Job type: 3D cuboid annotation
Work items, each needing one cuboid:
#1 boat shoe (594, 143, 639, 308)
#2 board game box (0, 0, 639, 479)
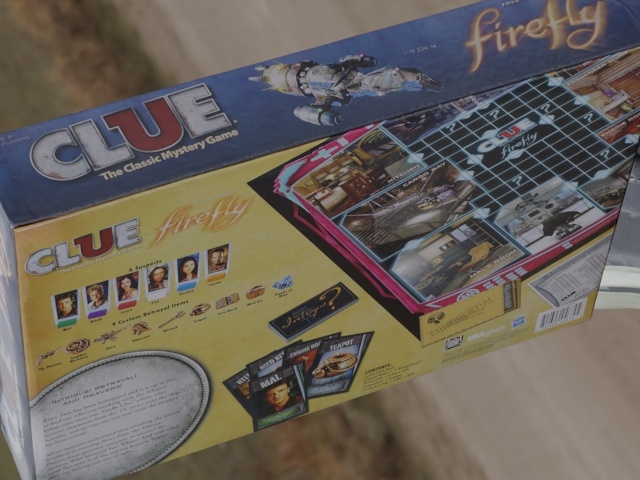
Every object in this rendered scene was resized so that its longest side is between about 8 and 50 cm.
[{"bbox_3d":[0.207,-0.067,0.956,0.156,0.187,0.500,59,158,-8],"label":"boat shoe"},{"bbox_3d":[0.000,0.000,0.692,0.165,0.243,0.042,97,150,-49],"label":"board game box"}]
